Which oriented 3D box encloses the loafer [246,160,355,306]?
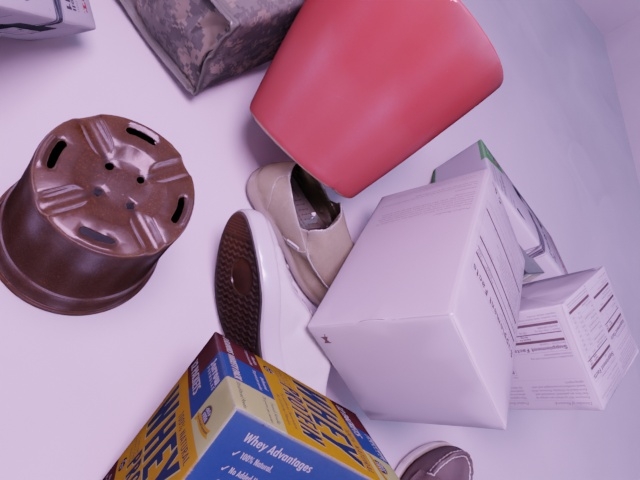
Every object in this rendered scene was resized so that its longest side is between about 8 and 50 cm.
[{"bbox_3d":[0.000,0.000,0.619,0.268,0.092,0.102,52,51,-10],"label":"loafer"}]

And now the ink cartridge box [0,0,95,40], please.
[{"bbox_3d":[-0.298,-0.267,0.378,0.087,0.208,0.153,-7,111,-1],"label":"ink cartridge box"}]

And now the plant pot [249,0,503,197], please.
[{"bbox_3d":[0.054,-0.209,0.588,0.275,0.243,0.275,39,16,-14],"label":"plant pot"}]

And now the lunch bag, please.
[{"bbox_3d":[-0.158,-0.386,0.590,0.287,0.169,0.235,50,50,-5],"label":"lunch bag"}]

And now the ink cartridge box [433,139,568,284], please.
[{"bbox_3d":[0.354,-0.026,0.863,0.289,0.122,0.211,47,31,-16],"label":"ink cartridge box"}]

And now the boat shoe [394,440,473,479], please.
[{"bbox_3d":[0.126,0.382,0.576,0.324,0.097,0.116,-18,86,-42],"label":"boat shoe"}]

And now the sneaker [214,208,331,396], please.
[{"bbox_3d":[-0.050,0.102,0.544,0.123,0.106,0.290,-10,92,-44],"label":"sneaker"}]

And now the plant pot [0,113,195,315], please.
[{"bbox_3d":[-0.208,-0.025,0.412,0.167,0.165,0.166,16,64,-35],"label":"plant pot"}]

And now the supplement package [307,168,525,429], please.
[{"bbox_3d":[0.147,0.066,0.577,0.175,0.178,0.293,60,40,-23],"label":"supplement package"}]

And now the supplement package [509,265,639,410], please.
[{"bbox_3d":[0.318,0.162,0.704,0.204,0.262,0.145,-16,85,-42],"label":"supplement package"}]

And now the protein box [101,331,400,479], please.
[{"bbox_3d":[-0.068,0.234,0.391,0.200,0.136,0.201,38,87,-23],"label":"protein box"}]
